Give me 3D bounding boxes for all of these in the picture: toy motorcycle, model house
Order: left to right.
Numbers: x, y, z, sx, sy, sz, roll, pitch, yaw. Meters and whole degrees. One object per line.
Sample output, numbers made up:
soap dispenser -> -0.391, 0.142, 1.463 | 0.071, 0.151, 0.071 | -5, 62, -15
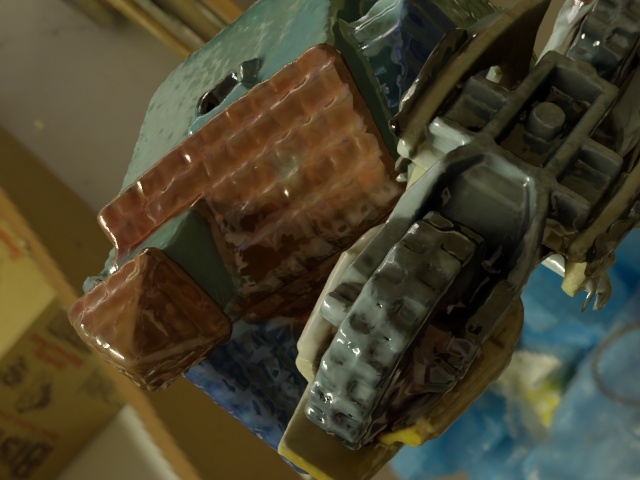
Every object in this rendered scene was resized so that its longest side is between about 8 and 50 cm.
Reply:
model house -> 0.000, 0.000, 0.885 | 0.251, 0.295, 0.329 | 48, -155, -15
toy motorcycle -> 0.060, -0.004, 0.464 | 0.094, 0.229, 0.129 | 33, 143, 9
